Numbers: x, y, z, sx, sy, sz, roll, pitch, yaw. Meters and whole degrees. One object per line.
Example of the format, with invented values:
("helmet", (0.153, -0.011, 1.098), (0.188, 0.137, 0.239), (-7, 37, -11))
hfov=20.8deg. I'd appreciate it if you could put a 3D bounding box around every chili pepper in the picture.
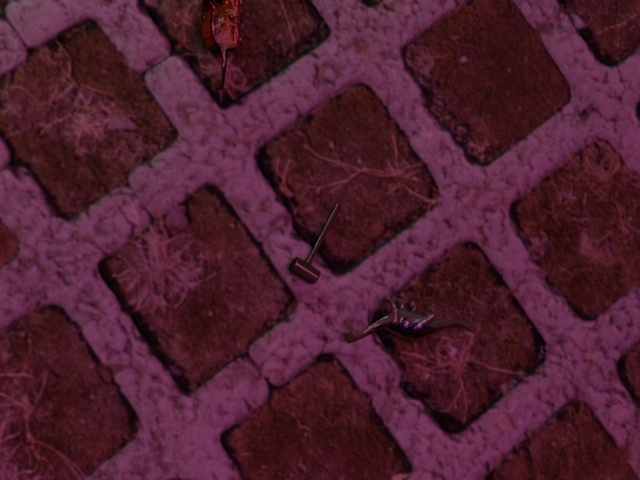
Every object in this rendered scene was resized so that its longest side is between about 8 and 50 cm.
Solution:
("chili pepper", (-0.124, -0.308, 2.131), (0.059, 0.050, 0.267), (7, 76, -42))

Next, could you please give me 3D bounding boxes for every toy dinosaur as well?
("toy dinosaur", (0.115, 0.096, 2.167), (0.180, 0.037, 0.058), (0, 104, -15))

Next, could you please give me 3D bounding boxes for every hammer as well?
("hammer", (0.000, 0.000, 2.149), (0.035, 0.019, 0.110), (34, 65, -14))
